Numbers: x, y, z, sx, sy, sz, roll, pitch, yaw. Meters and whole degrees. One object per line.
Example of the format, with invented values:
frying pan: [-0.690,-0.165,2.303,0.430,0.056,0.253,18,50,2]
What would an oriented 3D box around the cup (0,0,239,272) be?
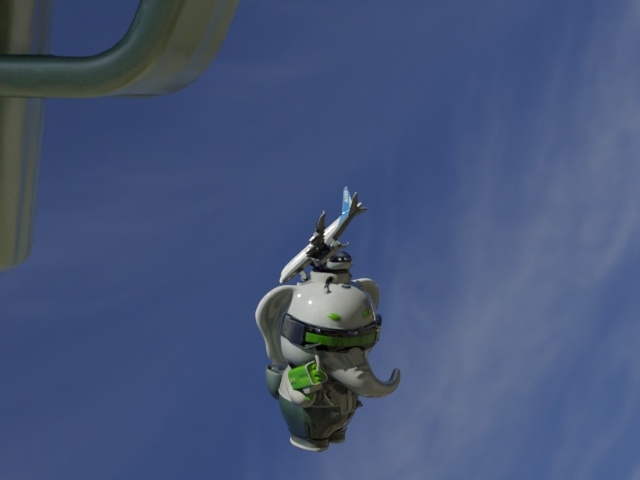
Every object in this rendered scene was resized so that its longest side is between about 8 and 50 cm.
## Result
cup: [-0.208,-0.183,0.600,0.310,0.401,0.392,-5,-81,-47]

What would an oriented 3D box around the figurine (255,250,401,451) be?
figurine: [0.006,0.103,1.512,0.147,0.126,0.192,-10,-72,-42]

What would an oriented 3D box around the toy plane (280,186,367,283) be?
toy plane: [0.003,0.001,1.139,0.084,0.024,0.078,-53,-21,-5]
